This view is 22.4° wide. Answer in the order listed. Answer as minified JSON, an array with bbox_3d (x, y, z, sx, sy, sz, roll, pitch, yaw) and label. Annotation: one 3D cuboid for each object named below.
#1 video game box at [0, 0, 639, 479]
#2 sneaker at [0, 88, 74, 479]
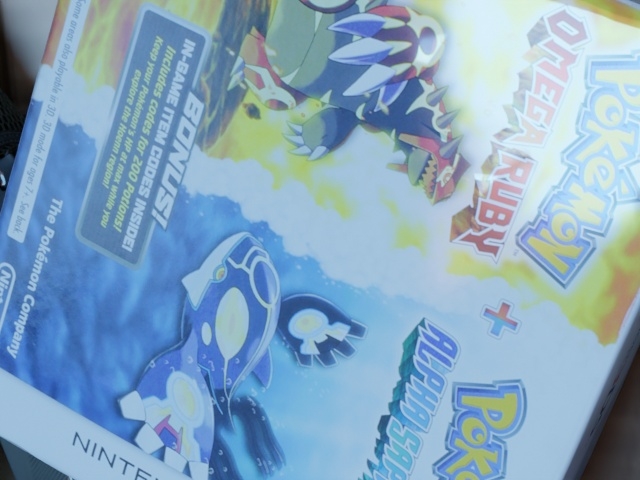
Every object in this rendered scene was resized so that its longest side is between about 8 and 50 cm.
[{"bbox_3d":[0.000,0.000,0.460,0.187,0.048,0.205,25,112,15],"label":"video game box"},{"bbox_3d":[-0.078,0.001,0.571,0.130,0.087,0.227,-28,90,27],"label":"sneaker"}]
